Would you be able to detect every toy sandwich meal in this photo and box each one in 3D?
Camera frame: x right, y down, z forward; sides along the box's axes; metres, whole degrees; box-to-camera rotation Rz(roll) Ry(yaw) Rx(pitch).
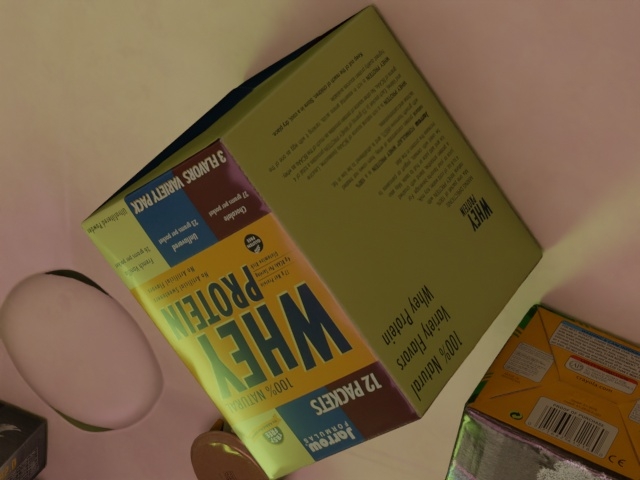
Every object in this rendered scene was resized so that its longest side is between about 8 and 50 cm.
[{"bbox_3d":[-0.061,0.169,1.454,0.085,0.029,0.085,18,131,22],"label":"toy sandwich meal"}]

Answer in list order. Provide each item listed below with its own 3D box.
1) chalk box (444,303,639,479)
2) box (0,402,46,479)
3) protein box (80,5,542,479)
[{"bbox_3d":[0.155,0.178,1.262,0.132,0.132,0.213,23,129,15],"label":"chalk box"},{"bbox_3d":[-0.356,0.196,1.512,0.183,0.231,0.056,21,130,20],"label":"box"},{"bbox_3d":[0.000,0.000,1.196,0.136,0.200,0.201,-28,103,40],"label":"protein box"}]
